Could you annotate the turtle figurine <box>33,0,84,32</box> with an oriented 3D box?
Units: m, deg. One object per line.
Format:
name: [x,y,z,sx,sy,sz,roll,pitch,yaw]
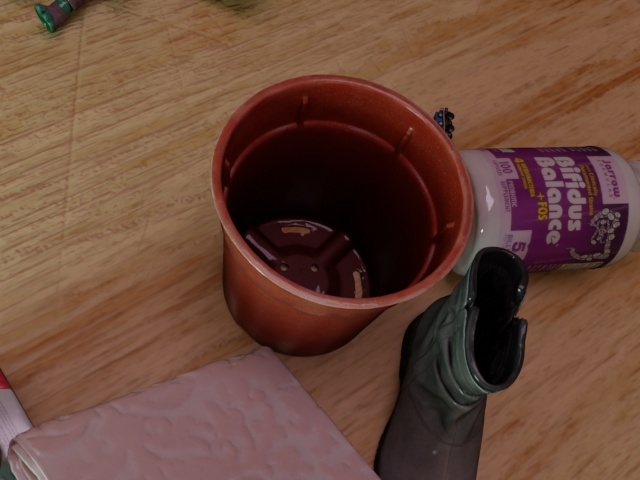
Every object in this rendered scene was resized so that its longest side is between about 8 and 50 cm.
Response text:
turtle figurine: [-0.318,-0.402,1.118,0.234,0.118,0.175,-39,63,-11]

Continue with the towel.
towel: [-0.083,0.263,0.776,0.332,0.053,0.317,-13,52,-49]

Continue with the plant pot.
plant pot: [0.000,0.000,0.906,0.273,0.265,0.272,5,62,-10]

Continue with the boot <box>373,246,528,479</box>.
boot: [0.147,0.188,0.870,0.118,0.222,0.338,9,62,-10]

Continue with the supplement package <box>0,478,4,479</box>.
supplement package: [-0.248,0.388,0.719,0.262,0.145,0.204,33,61,5]

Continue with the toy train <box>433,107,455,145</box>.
toy train: [0.177,-0.128,1.150,0.036,0.027,0.158,4,63,1]

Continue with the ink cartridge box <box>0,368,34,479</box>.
ink cartridge box: [-0.383,0.209,0.786,0.176,0.127,0.128,-29,73,-24]

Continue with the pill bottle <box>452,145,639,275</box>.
pill bottle: [0.317,-0.042,1.057,0.302,0.169,0.169,-3,65,-15]
